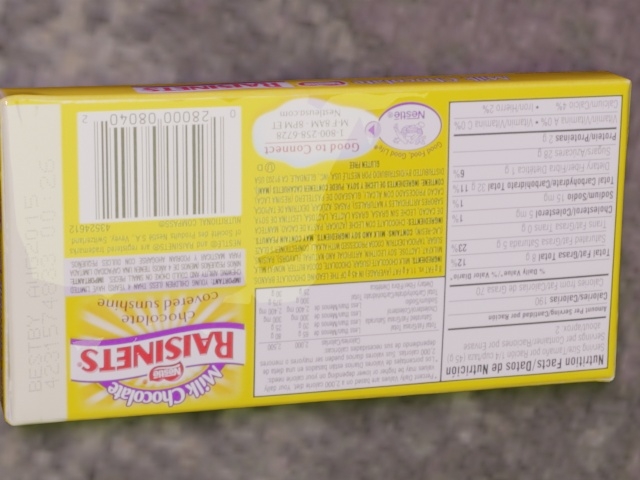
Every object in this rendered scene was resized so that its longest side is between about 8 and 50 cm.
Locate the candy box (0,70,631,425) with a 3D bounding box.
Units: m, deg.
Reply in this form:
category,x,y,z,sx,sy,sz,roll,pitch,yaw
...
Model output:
category,x,y,z,sx,sy,sz,roll,pitch,yaw
candy box,0.000,0.000,0.594,0.206,0.027,0.105,-3,107,-16
